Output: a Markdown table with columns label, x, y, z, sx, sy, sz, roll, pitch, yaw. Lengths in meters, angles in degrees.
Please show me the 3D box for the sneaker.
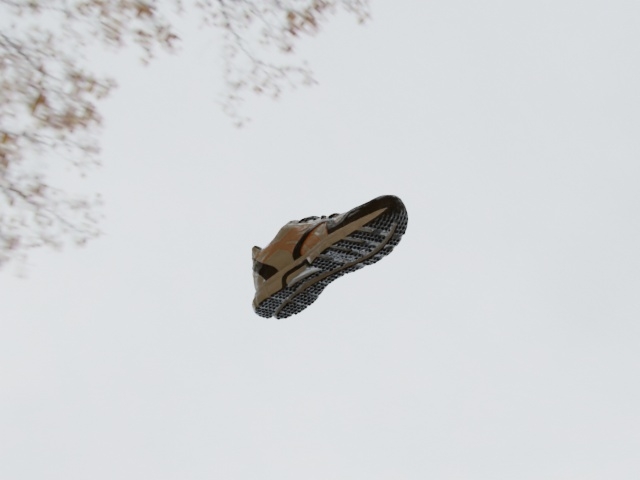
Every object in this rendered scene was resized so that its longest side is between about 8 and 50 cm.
| label | x | y | z | sx | sy | sz | roll | pitch | yaw |
| --- | --- | --- | --- | --- | --- | --- | --- | --- | --- |
| sneaker | 0.000 | 0.000 | 0.907 | 0.109 | 0.040 | 0.043 | -32 | -124 | 31 |
